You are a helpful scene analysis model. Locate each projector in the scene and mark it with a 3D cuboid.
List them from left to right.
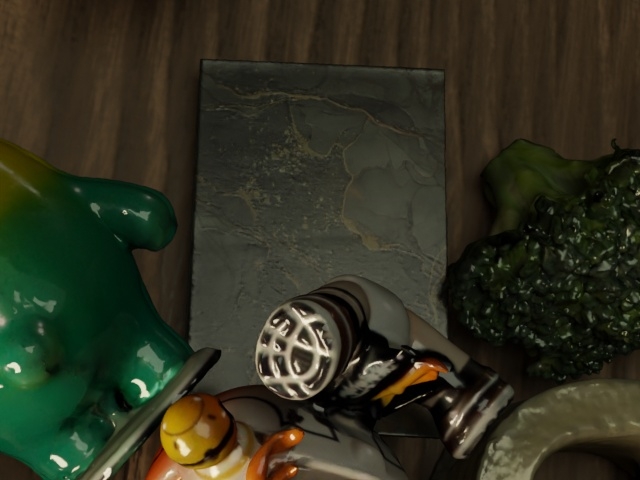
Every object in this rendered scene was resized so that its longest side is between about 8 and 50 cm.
[{"bbox_3d":[0.034,0.000,1.295,0.115,0.061,0.147,6,72,-13],"label":"projector"}]

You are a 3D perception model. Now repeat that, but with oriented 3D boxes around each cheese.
[{"bbox_3d":[0.256,0.300,1.222,0.292,0.153,0.332,4,75,-14],"label":"cheese"}]

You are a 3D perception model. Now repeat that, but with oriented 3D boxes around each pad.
[{"bbox_3d":[0.000,0.000,1.252,0.247,0.007,0.368,2,73,-3],"label":"pad"}]

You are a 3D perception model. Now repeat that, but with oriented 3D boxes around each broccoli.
[{"bbox_3d":[0.245,0.006,1.301,0.288,0.245,0.248,23,104,-32],"label":"broccoli"}]

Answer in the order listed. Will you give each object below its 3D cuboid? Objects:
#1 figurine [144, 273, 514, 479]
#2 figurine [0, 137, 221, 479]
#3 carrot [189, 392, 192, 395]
[{"bbox_3d":[-0.021,0.190,1.096,0.320,0.196,0.323,28,104,-36],"label":"figurine"},{"bbox_3d":[-0.270,0.054,1.101,0.340,0.231,0.324,42,85,0],"label":"figurine"},{"bbox_3d":[-0.138,0.137,1.220,0.035,0.035,0.165,-42,91,-22],"label":"carrot"}]
